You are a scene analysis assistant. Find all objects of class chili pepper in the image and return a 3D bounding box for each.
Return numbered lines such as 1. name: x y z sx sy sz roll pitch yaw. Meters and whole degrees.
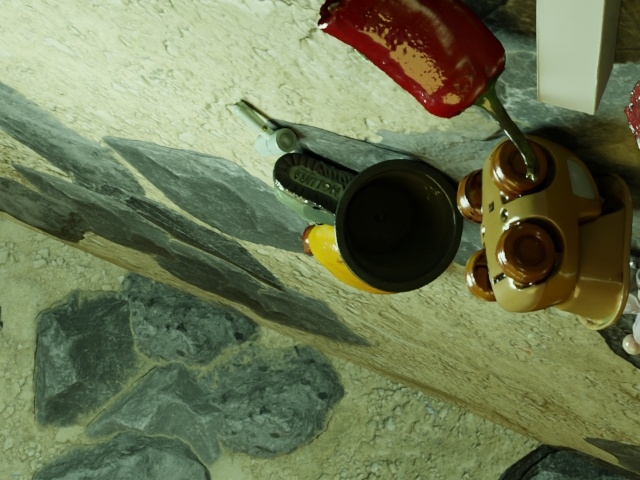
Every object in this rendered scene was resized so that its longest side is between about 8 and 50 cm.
1. chili pepper: 0.161 -0.227 1.277 0.338 0.134 0.131 34 -173 -14

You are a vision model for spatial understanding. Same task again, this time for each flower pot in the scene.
1. flower pot: 0.125 -0.033 1.822 0.235 0.235 0.148 29 -178 -13

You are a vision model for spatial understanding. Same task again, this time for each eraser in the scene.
1. eraser: 0.288 -0.255 1.131 0.076 0.078 0.298 18 162 20

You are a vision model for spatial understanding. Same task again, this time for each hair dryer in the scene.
1. hair dryer: -0.115 -0.208 1.866 0.137 0.047 0.082 41 158 -27

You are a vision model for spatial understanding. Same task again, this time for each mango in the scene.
1. mango: 0.086 0.032 2.155 0.252 0.126 0.154 20 151 17

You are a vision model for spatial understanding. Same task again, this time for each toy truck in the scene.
1. toy truck: 0.328 -0.013 1.502 0.211 0.288 0.204 2 165 -11

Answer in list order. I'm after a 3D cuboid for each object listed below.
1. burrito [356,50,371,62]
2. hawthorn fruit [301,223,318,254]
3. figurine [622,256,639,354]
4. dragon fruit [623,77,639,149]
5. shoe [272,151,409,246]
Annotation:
1. burrito: 0.084 -0.274 1.397 0.104 0.054 0.288 7 157 49
2. hawthorn fruit: -0.006 0.000 2.275 0.077 0.077 0.077 22 162 7
3. figurine: 0.571 0.109 1.730 0.276 0.133 0.200 30 133 -4
4. dragon fruit: 0.442 -0.167 1.243 0.092 0.122 0.192 -19 149 4
5. shoe: 0.037 -0.070 1.971 0.293 0.109 0.149 28 167 -2
